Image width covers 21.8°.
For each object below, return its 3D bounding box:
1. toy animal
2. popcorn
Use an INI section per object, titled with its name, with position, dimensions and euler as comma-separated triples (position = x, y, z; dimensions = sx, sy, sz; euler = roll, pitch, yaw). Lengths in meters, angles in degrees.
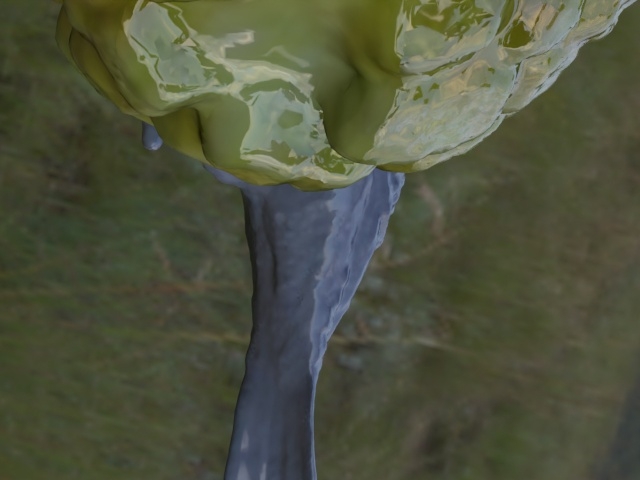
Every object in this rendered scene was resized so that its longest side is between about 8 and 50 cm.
[toy animal]
position = -0.009, -0.034, 0.741
dimensions = 0.206, 0.081, 0.367
euler = 57, 40, -47
[popcorn]
position = 0.016, -0.128, 0.475
dimensions = 0.217, 0.181, 0.235
euler = 11, 107, -41
